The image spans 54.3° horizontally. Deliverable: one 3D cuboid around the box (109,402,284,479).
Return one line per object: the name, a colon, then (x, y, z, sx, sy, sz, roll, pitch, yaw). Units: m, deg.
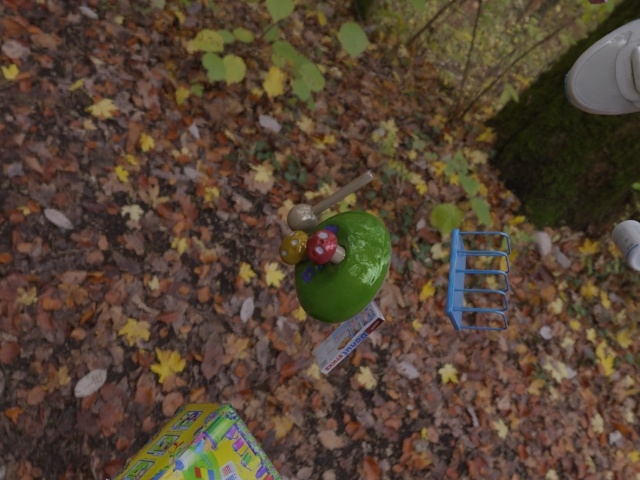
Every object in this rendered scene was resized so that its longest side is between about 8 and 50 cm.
box: (-0.239, 0.527, 1.242, 0.279, 0.177, 0.290, -43, 109, -41)

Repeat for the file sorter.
file sorter: (0.308, 0.079, 1.203, 0.104, 0.118, 0.170, 0, 65, 22)

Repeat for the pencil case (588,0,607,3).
pencil case: (0.297, -0.409, 0.664, 0.284, 0.124, 0.124, 60, 43, -24)

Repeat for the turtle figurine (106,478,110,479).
turtle figurine: (-0.186, 0.362, 0.742, 0.234, 0.175, 0.118, 22, 70, -30)

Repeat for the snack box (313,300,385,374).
snack box: (0.058, 0.202, 1.320, 0.022, 0.178, 0.064, 35, 18, -31)

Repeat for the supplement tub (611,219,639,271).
supplement tub: (0.687, 0.011, 1.358, 0.071, 0.071, 0.107, 19, 32, -9)

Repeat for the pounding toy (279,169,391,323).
pounding toy: (0.000, 0.000, 0.943, 0.110, 0.183, 0.237, 30, 40, -38)

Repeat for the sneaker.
sneaker: (0.328, -0.163, 0.540, 0.092, 0.228, 0.087, -30, 107, -55)
